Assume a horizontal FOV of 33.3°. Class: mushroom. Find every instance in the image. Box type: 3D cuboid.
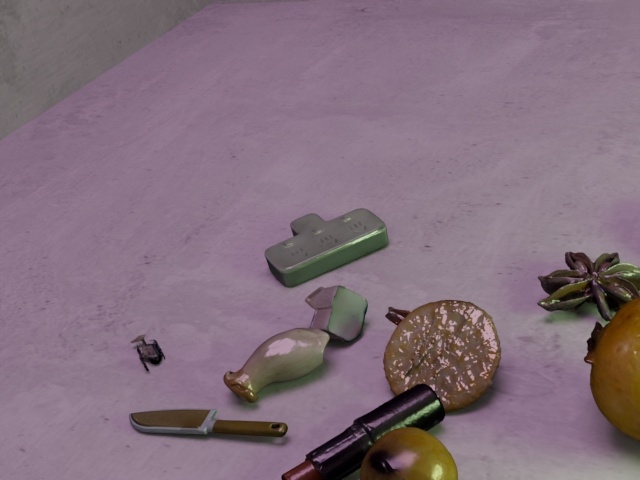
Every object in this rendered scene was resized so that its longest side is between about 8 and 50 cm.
[{"bbox_3d":[-0.077,0.228,1.988,0.212,0.088,0.097,-29,64,-15],"label":"mushroom"}]

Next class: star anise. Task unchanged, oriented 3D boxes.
[{"bbox_3d":[0.517,0.080,2.000,0.212,0.073,0.197,9,40,31],"label":"star anise"}]

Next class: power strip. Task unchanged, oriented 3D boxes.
[{"bbox_3d":[0.000,0.000,2.383,0.265,0.059,0.193,-24,31,-16],"label":"power strip"}]

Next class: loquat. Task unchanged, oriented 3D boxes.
[{"bbox_3d":[0.516,0.194,1.641,0.244,0.244,0.244,-11,29,6],"label":"loquat"},{"bbox_3d":[0.134,0.356,1.619,0.163,0.137,0.163,-24,13,6],"label":"loquat"}]

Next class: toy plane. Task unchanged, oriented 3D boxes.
[{"bbox_3d":[-0.350,0.223,2.174,0.049,0.031,0.121,-29,34,-9],"label":"toy plane"}]

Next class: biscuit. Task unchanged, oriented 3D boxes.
[{"bbox_3d":[0.211,0.201,1.867,0.219,0.033,0.220,-12,60,22],"label":"biscuit"}]

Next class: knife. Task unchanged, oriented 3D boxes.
[{"bbox_3d":[-0.208,0.329,1.927,0.343,0.027,0.061,-3,33,25],"label":"knife"}]

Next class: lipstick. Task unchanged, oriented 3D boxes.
[{"bbox_3d":[0.068,0.331,1.748,0.299,0.081,0.081,-27,31,-19],"label":"lipstick"}]

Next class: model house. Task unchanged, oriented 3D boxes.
[{"bbox_3d":[0.023,0.151,2.096,0.100,0.087,0.101,-15,52,51],"label":"model house"}]

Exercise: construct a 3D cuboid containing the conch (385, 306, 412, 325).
[{"bbox_3d":[0.221,0.180,1.945,0.232,0.080,0.086,2,42,33],"label":"conch"}]
